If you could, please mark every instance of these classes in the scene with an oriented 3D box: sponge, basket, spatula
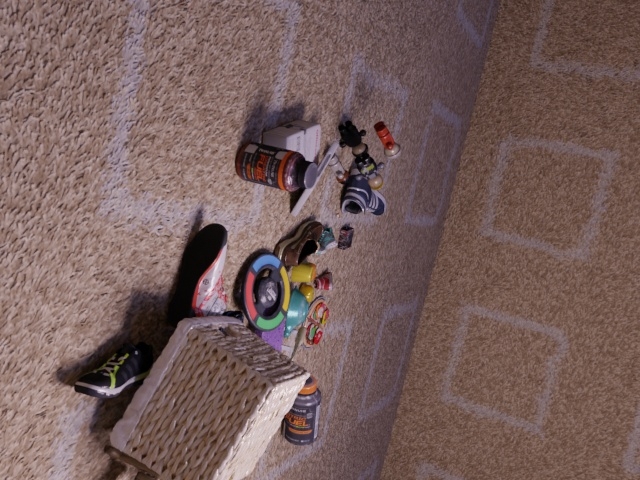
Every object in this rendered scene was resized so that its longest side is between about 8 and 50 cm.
[{"bbox_3d":[-0.152,0.268,1.921,0.117,0.031,0.209,34,56,-55],"label":"sponge"},{"bbox_3d":[-0.241,0.380,1.486,0.331,0.267,0.328,-58,165,2],"label":"basket"},{"bbox_3d":[-0.134,0.350,2.124,0.242,0.019,0.168,36,71,-65],"label":"spatula"}]

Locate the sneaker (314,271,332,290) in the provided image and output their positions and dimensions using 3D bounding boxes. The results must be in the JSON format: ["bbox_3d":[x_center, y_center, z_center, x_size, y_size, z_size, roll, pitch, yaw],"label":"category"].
[{"bbox_3d":[0.008,0.143,2.291,0.118,0.067,0.042,-97,-170,-69],"label":"sneaker"}]

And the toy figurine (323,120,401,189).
[{"bbox_3d":[0.138,-0.276,2.087,0.148,0.213,0.209,53,55,-45],"label":"toy figurine"}]

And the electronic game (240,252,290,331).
[{"bbox_3d":[-0.156,0.150,1.848,0.229,0.048,0.229,7,82,-59],"label":"electronic game"}]

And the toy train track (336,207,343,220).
[{"bbox_3d":[0.082,-0.098,2.322,0.083,0.014,0.048,-28,129,-59],"label":"toy train track"}]

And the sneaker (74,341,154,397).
[{"bbox_3d":[-0.433,0.264,1.354,0.235,0.084,0.097,-6,104,-73],"label":"sneaker"}]

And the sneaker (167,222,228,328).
[{"bbox_3d":[-0.276,0.093,1.569,0.269,0.090,0.145,-69,157,-2],"label":"sneaker"}]

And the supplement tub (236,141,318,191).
[{"bbox_3d":[-0.108,-0.185,1.623,0.106,0.198,0.105,-43,141,-50],"label":"supplement tub"}]

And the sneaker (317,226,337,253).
[{"bbox_3d":[0.000,0.000,2.167,0.166,0.065,0.076,-33,117,-61],"label":"sneaker"}]

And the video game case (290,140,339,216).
[{"bbox_3d":[-0.018,-0.182,1.918,0.183,0.023,0.201,-61,-175,-26],"label":"video game case"}]

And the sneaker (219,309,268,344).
[{"bbox_3d":[-0.213,0.254,1.753,0.217,0.079,0.121,12,95,-46],"label":"sneaker"}]

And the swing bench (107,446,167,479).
[{"bbox_3d":[-0.434,0.649,1.471,0.253,0.165,0.254,-64,155,-23],"label":"swing bench"}]

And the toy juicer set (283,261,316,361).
[{"bbox_3d":[-0.082,0.220,2.095,0.209,0.090,0.328,-35,135,-81],"label":"toy juicer set"}]

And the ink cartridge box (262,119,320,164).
[{"bbox_3d":[-0.081,-0.250,1.786,0.191,0.082,0.139,-38,138,-56],"label":"ink cartridge box"}]

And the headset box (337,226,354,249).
[{"bbox_3d":[0.095,-0.013,2.382,0.062,0.032,0.083,-24,128,-60],"label":"headset box"}]

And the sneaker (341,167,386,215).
[{"bbox_3d":[0.159,-0.131,2.352,0.282,0.099,0.153,52,49,-53],"label":"sneaker"}]

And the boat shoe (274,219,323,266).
[{"bbox_3d":[-0.043,0.017,2.017,0.257,0.095,0.095,-43,142,-50],"label":"boat shoe"}]

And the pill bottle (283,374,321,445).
[{"bbox_3d":[-0.064,0.604,2.295,0.130,0.131,0.245,-34,134,-56],"label":"pill bottle"}]

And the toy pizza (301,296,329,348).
[{"bbox_3d":[-0.013,0.306,2.341,0.201,0.032,0.201,-45,143,-48],"label":"toy pizza"}]
